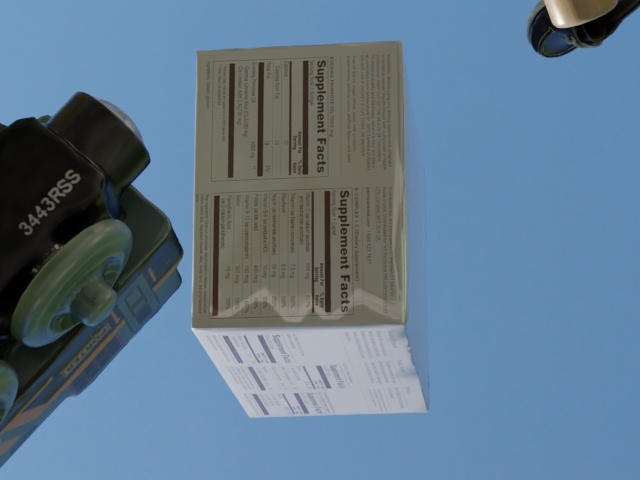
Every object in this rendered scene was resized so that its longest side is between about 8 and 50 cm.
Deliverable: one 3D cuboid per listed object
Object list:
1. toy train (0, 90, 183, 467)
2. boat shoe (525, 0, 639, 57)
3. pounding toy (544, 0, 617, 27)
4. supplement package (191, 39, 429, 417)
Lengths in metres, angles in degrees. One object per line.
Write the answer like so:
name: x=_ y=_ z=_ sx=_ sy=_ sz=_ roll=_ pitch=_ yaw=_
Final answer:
toy train: x=-0.203 y=0.072 z=0.982 sx=0.142 sy=0.190 sz=0.334 roll=38 pitch=-100 yaw=14
boat shoe: x=0.165 y=-0.139 z=1.190 sx=0.046 sy=0.125 sz=0.038 roll=-5 pitch=-111 yaw=-27
pounding toy: x=0.171 y=-0.191 z=0.956 sx=0.206 sy=0.094 sz=0.181 roll=-37 pitch=-156 yaw=-30
supplement package: x=0.000 y=0.000 z=1.405 sx=0.145 sy=0.262 sz=0.204 roll=-2 pitch=-108 yaw=5
